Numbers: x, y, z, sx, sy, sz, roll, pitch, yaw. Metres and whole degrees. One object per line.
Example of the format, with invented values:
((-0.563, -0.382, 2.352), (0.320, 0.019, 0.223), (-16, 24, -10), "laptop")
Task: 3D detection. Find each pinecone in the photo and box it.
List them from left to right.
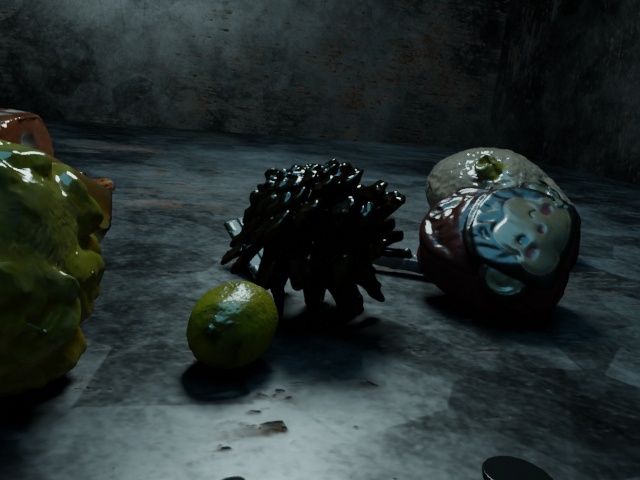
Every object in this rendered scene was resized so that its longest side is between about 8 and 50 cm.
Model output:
((0.002, 0.002, 0.799), (0.201, 0.203, 0.229), (26, -13, -15), "pinecone")

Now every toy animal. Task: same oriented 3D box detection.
((0.329, -0.092, 1.315), (0.226, 0.189, 0.358), (4, 12, -33), "toy animal")

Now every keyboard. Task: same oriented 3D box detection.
((-0.095, 0.010, 0.953), (0.049, 0.015, 0.129), (-19, 49, -20), "keyboard")

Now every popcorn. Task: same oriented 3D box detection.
((-0.289, 0.023, 0.547), (0.190, 0.250, 0.250), (-26, -8, 36), "popcorn")

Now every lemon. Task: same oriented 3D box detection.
((-0.084, 0.082, 0.650), (0.082, 0.082, 0.110), (12, 21, 22), "lemon")

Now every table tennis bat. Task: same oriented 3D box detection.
((0.159, 0.184, 0.493), (0.050, 0.007, 0.083), (-3, 15, -34), "table tennis bat")

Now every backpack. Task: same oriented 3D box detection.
((0.241, 0.012, 0.919), (0.229, 0.139, 0.229), (-2, 45, 2), "backpack")

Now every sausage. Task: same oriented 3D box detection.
((-0.471, -0.110, 1.355), (0.034, 0.034, 0.129), (14, 16, 29), "sausage")

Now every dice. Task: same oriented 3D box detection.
((-0.561, -0.131, 1.105), (0.173, 0.180, 0.175), (7, 11, 6), "dice")

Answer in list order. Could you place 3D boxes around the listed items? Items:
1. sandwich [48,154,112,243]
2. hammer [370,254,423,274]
((-0.349, -0.032, 0.890), (0.220, 0.108, 0.186), (33, 6, 13), "sandwich")
((0.087, 0.031, 1.024), (0.426, 0.044, 0.152), (10, 13, 10), "hammer")
